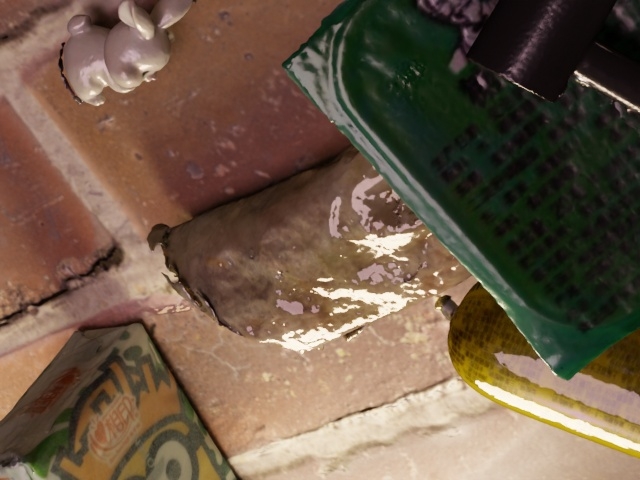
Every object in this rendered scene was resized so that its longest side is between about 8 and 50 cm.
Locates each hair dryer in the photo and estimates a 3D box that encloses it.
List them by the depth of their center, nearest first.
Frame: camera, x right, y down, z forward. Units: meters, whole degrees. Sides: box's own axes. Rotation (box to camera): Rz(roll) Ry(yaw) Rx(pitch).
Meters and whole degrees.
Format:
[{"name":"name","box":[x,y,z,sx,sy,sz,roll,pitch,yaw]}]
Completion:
[{"name":"hair dryer","box":[0.233,-0.115,1.022,0.248,0.070,0.114,26,105,-11]}]

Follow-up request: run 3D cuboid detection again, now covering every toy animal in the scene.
[{"name":"toy animal","box":[-0.168,-0.168,1.306,0.124,0.071,0.085,-5,104,41]}]

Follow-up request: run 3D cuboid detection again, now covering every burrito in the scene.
[{"name":"burrito","box":[0.005,0.012,1.337,0.347,0.107,0.175,-22,99,36]}]

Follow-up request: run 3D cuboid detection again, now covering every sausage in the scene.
[{"name":"sausage","box":[0.257,0.116,1.264,0.347,0.123,0.123,20,132,14]}]

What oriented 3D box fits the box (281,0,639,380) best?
[{"name":"box","box":[0.176,-0.102,1.112,0.264,0.106,0.337,-40,102,11]}]

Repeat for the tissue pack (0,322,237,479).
[{"name":"tissue pack","box":[-0.209,0.274,1.563,0.128,0.228,0.311,-8,121,34]}]
